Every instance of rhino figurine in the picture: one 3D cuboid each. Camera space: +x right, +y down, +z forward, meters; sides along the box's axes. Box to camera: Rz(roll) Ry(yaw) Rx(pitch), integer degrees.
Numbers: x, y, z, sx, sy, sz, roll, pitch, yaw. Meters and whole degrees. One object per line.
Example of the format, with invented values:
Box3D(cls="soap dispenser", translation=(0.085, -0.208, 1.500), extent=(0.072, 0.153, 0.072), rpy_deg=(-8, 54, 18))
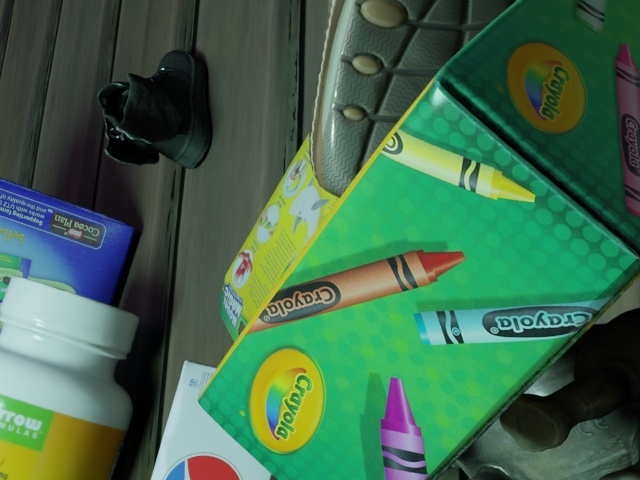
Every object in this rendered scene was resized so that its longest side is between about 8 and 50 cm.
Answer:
Box3D(cls="rhino figurine", translation=(0.081, 0.085, 0.619), extent=(0.106, 0.073, 0.243), rpy_deg=(-32, 6, -35))

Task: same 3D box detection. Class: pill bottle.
Box3D(cls="pill bottle", translation=(-0.220, 0.157, 1.026), extent=(0.136, 0.136, 0.245), rpy_deg=(5, 75, 60))

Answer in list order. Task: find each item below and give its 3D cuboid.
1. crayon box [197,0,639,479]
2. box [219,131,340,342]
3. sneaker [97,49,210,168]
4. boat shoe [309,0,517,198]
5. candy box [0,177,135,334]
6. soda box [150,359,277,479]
Box3D(cls="crayon box", translation=(0.087, -0.030, 0.520), extent=(0.278, 0.081, 0.165), rpy_deg=(-43, -8, -49))
Box3D(cls="box", translation=(0.000, 0.000, 0.861), extent=(0.179, 0.043, 0.105), rpy_deg=(-57, 31, 15))
Box3D(cls="sneaker", translation=(-0.138, -0.114, 1.118), extent=(0.051, 0.089, 0.170), rpy_deg=(-51, 34, 29))
Box3D(cls="boat shoe", translation=(0.068, -0.163, 0.793), extent=(0.116, 0.123, 0.324), rpy_deg=(-11, 55, 64))
Box3D(cls="candy box", translation=(-0.332, 0.096, 1.121), extent=(0.122, 0.268, 0.317), rpy_deg=(-1, 70, 63))
Box3D(cls="soda box", translation=(-0.067, 0.184, 0.787), extent=(0.074, 0.069, 0.216), rpy_deg=(70, -146, -70))
